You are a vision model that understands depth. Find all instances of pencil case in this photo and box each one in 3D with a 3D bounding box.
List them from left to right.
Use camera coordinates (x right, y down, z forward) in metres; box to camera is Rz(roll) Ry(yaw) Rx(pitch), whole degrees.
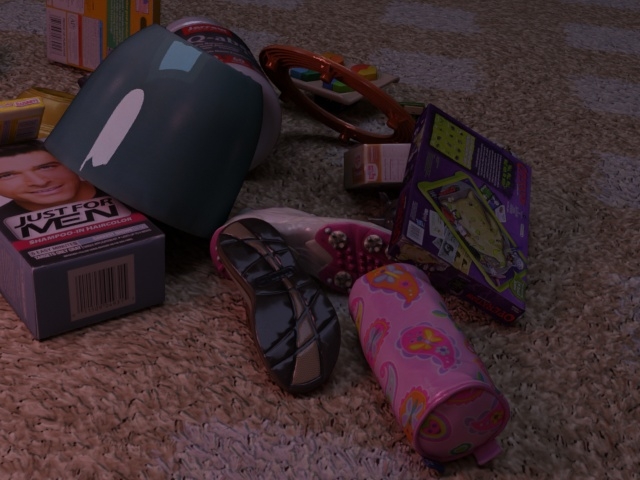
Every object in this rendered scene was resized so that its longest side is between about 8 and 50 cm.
[{"bbox_3d":[0.124,0.142,1.147,0.124,0.124,0.284,-4,31,-16],"label":"pencil case"}]

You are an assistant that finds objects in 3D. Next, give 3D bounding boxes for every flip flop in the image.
[{"bbox_3d":[-0.060,0.085,1.238,0.112,0.080,0.277,-17,50,-20],"label":"flip flop"}]

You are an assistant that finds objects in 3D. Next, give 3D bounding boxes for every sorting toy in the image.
[{"bbox_3d":[0.034,-0.343,1.981,0.193,0.038,0.208,24,34,30],"label":"sorting toy"}]

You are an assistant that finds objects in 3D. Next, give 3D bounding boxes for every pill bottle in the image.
[{"bbox_3d":[-0.208,-0.278,1.755,0.210,0.210,0.363,-3,30,-15],"label":"pill bottle"}]

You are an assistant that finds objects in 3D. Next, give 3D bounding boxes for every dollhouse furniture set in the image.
[{"bbox_3d":[0.177,-0.222,1.857,0.059,0.076,0.151,6,28,-2],"label":"dollhouse furniture set"}]

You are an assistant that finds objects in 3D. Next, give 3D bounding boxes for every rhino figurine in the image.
[{"bbox_3d":[0.178,-0.044,1.529,0.243,0.073,0.106,-6,37,-25],"label":"rhino figurine"}]

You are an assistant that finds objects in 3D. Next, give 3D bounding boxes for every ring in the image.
[{"bbox_3d":[0.032,-0.238,1.702,0.337,0.032,0.336,30,-9,5],"label":"ring"}]

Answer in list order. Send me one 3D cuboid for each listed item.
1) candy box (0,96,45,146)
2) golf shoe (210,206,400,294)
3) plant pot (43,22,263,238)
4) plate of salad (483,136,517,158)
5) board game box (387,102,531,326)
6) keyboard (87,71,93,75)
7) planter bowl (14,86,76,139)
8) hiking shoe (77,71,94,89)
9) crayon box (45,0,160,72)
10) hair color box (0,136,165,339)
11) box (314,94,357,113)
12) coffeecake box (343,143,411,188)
[{"bbox_3d":[-0.498,-0.145,1.491,0.105,0.206,0.027,-12,64,-32],"label":"candy box"},{"bbox_3d":[0.000,0.000,1.389,0.306,0.115,0.140,8,25,3],"label":"golf shoe"},{"bbox_3d":[-0.220,-0.175,1.414,0.293,0.235,0.293,30,6,-4],"label":"plant pot"},{"bbox_3d":[0.275,-0.174,1.813,0.200,0.048,0.200,4,28,-2],"label":"plate of salad"},{"bbox_3d":[0.216,-0.050,1.420,0.208,0.056,0.347,28,40,-8],"label":"board game box"},{"bbox_3d":[-0.372,-0.357,2.078,0.256,0.014,0.072,4,29,-2],"label":"keyboard"},{"bbox_3d":[-0.459,-0.210,1.646,0.217,0.090,0.217,15,10,-3],"label":"planter bowl"},{"bbox_3d":[-0.331,-0.241,1.678,0.114,0.227,0.086,-36,71,-4],"label":"hiking shoe"},{"bbox_3d":[-0.445,-0.456,2.025,0.323,0.203,0.083,20,27,31],"label":"crayon box"},{"bbox_3d":[-0.389,-0.020,1.355,0.185,0.113,0.374,-16,34,-33],"label":"hair color box"},{"bbox_3d":[0.034,-0.307,2.012,0.062,0.052,0.083,21,34,28],"label":"box"},{"bbox_3d":[0.145,-0.125,1.622,0.185,0.068,0.142,-2,0,-12],"label":"coffeecake box"}]
